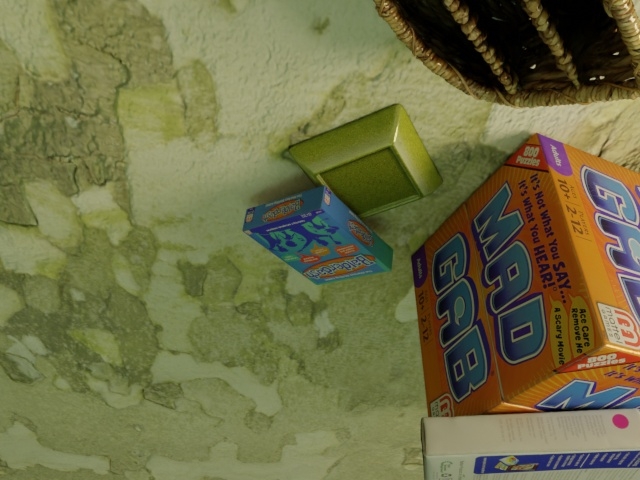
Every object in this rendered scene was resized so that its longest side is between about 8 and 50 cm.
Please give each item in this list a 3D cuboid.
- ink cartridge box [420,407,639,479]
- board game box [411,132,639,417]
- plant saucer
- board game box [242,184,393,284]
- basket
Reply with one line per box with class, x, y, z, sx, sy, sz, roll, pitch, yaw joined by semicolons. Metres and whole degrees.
ink cartridge box;0.331;0.303;0.870;0.370;0.069;0.176;-3;143;8
board game box;0.400;0.119;0.977;0.356;0.356;0.356;15;140;-20
plant saucer;0.074;-0.100;0.946;0.188;0.045;0.188;-18;139;22
board game box;0.000;0.000;1.013;0.160;0.047;0.210;-15;144;34
basket;0.162;-0.254;0.609;0.213;0.223;0.299;-26;136;29
